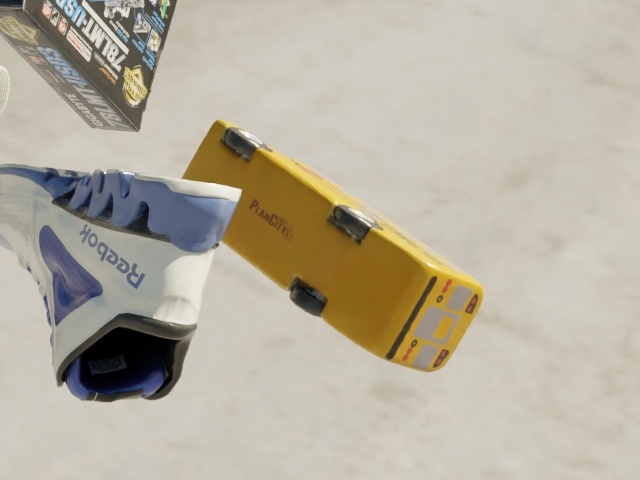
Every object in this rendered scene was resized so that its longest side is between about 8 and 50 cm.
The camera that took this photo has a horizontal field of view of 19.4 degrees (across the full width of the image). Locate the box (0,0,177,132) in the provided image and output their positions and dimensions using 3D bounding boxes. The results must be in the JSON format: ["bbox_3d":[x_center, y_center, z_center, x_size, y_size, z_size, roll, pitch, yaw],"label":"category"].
[{"bbox_3d":[-0.242,-0.308,2.007,0.073,0.293,0.295,7,-19,23],"label":"box"}]

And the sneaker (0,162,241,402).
[{"bbox_3d":[-0.189,0.036,1.510,0.127,0.182,0.315,12,-5,-34],"label":"sneaker"}]

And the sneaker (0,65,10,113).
[{"bbox_3d":[-0.446,-0.164,2.376,0.070,0.134,0.051,7,-20,23],"label":"sneaker"}]

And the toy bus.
[{"bbox_3d":[0.000,0.000,1.874,0.333,0.108,0.130,36,12,39],"label":"toy bus"}]
